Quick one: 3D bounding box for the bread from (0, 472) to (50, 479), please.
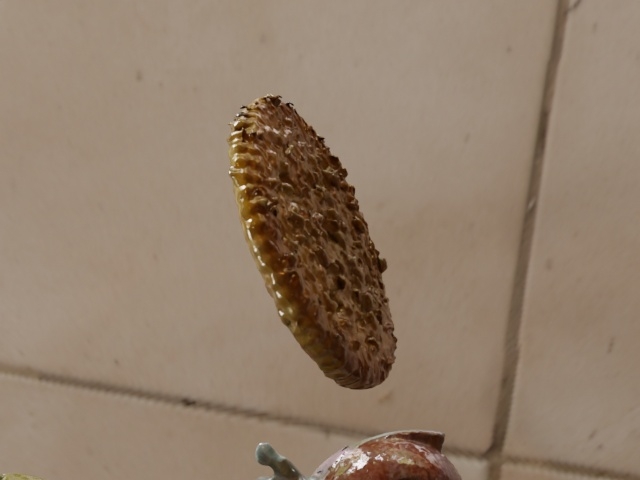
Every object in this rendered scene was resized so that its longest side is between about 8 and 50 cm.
[{"bbox_3d":[-0.145,0.172,0.698,0.117,0.064,0.156,44,104,-10],"label":"bread"}]

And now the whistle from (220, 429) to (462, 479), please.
[{"bbox_3d":[0.002,0.247,1.530,0.346,0.142,0.133,0,34,-14],"label":"whistle"}]

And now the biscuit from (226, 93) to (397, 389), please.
[{"bbox_3d":[0.000,0.000,1.331,0.035,0.254,0.254,-22,75,17],"label":"biscuit"}]
